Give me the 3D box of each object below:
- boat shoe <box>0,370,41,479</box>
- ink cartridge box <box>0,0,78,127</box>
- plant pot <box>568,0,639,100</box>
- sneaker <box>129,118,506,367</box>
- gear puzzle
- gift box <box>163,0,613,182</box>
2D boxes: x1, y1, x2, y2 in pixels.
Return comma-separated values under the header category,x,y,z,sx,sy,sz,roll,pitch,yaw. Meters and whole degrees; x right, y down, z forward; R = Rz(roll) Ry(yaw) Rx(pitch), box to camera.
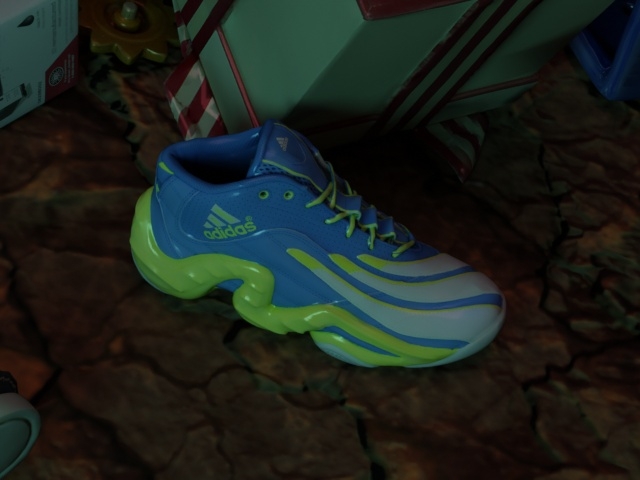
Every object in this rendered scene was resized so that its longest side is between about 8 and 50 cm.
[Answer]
category,x,y,z,sx,sy,sz,roll,pitch,yaw
boat shoe,-0.267,0.122,0.893,0.254,0.095,0.079,-28,59,-30
ink cartridge box,-0.228,-0.121,1.154,0.056,0.099,0.135,39,56,24
plant pot,0.285,-0.262,1.263,0.212,0.236,0.236,-6,49,-20
sneaker,0.000,0.000,1.055,0.240,0.126,0.091,11,48,3
gear puzzle,-0.204,-0.238,1.303,0.175,0.044,0.339,-20,57,-35
gift box,0.033,-0.181,1.129,0.255,0.258,0.276,-10,76,-24
